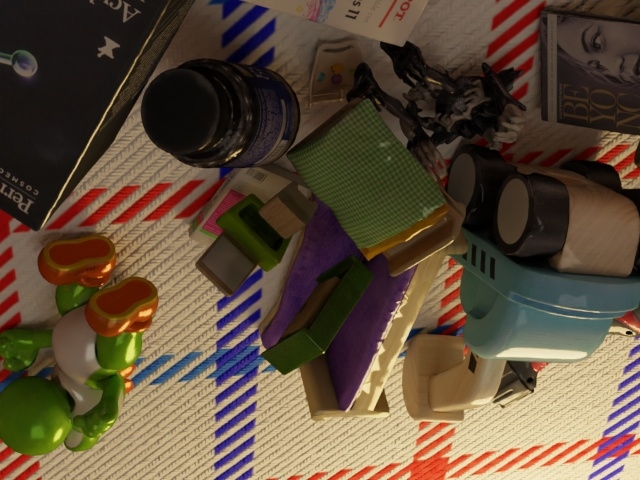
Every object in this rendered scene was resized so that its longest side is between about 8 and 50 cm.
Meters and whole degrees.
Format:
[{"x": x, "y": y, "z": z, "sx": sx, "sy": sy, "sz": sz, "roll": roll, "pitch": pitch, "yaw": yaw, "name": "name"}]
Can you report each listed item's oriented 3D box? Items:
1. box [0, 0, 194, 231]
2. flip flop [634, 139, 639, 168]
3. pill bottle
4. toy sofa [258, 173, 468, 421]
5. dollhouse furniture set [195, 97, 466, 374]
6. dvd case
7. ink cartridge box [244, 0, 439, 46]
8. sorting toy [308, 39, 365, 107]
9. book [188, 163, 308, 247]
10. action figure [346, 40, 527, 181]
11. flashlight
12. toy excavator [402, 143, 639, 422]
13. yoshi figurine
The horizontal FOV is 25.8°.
[{"x": -0.279, "y": -0.265, "z": 1.342, "sx": 0.293, "sy": 0.212, "sz": 0.395, "roll": 32, "pitch": 123, "yaw": -4, "name": "box"}, {"x": 0.419, "y": -0.210, "z": 1.756, "sx": 0.080, "sy": 0.112, "sz": 0.277, "roll": 9, "pitch": 139, "yaw": 12, "name": "flip flop"}, {"x": -0.113, "y": -0.142, "z": 1.576, "sx": 0.123, "sy": 0.123, "sz": 0.219, "roll": -33, "pitch": 172, "yaw": 17, "name": "pill bottle"}, {"x": 0.047, "y": 0.078, "z": 1.895, "sx": 0.177, "sy": 0.150, "sz": 0.362, "roll": 3, "pitch": 133, "yaw": -20, "name": "toy sofa"}, {"x": 0.000, "y": 0.000, "z": 1.651, "sx": 0.197, "sy": 0.151, "sz": 0.301, "roll": 45, "pitch": 140, "yaw": -8, "name": "dollhouse furniture set"}, {"x": 0.378, "y": -0.198, "z": 1.710, "sx": 0.221, "sy": 0.018, "sz": 0.164, "roll": 12, "pitch": 135, "yaw": 22, "name": "dvd case"}, {"x": 0.033, "y": -0.341, "z": 1.493, "sx": 0.353, "sy": 0.119, "sz": 0.207, "roll": 11, "pitch": 129, "yaw": -25, "name": "ink cartridge box"}, {"x": 0.022, "y": -0.206, "z": 1.685, "sx": 0.083, "sy": 0.045, "sz": 0.075, "roll": -7, "pitch": 128, "yaw": -9, "name": "sorting toy"}, {"x": -0.096, "y": -0.041, "z": 1.822, "sx": 0.096, "sy": 0.035, "sz": 0.144, "roll": 23, "pitch": 124, "yaw": -29, "name": "book"}, {"x": 0.157, "y": -0.150, "z": 1.685, "sx": 0.164, "sy": 0.141, "sz": 0.275, "roll": -36, "pitch": 148, "yaw": 30, "name": "action figure"}, {"x": 0.381, "y": 0.150, "z": 2.097, "sx": 0.304, "sy": 0.103, "sz": 0.103, "roll": -35, "pitch": 136, "yaw": 17, "name": "flashlight"}, {"x": 0.249, "y": 0.097, "z": 1.893, "sx": 0.222, "sy": 0.433, "sz": 0.445, "roll": 6, "pitch": 104, "yaw": -22, "name": "toy excavator"}, {"x": -0.344, "y": 0.175, "z": 1.869, "sx": 0.203, "sy": 0.203, "sz": 0.362, "roll": 14, "pitch": 133, "yaw": -6, "name": "yoshi figurine"}]
